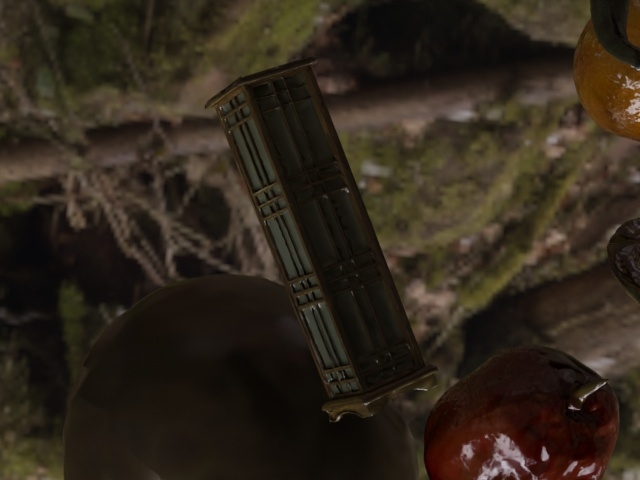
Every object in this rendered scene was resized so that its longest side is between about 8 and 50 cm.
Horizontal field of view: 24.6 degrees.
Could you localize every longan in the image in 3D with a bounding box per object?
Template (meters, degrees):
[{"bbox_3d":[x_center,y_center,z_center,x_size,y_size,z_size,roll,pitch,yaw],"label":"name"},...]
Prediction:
[{"bbox_3d":[-0.089,0.230,1.622,0.405,0.404,0.336,10,153,-17],"label":"longan"}]

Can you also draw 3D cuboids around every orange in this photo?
[{"bbox_3d":[0.368,-0.197,1.637,0.178,0.155,0.177,-6,150,-4],"label":"orange"}]

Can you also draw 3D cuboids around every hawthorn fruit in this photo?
[{"bbox_3d":[0.205,0.193,1.457,0.190,0.189,0.251,10,144,-15],"label":"hawthorn fruit"}]

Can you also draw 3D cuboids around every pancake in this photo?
[{"bbox_3d":[0.446,0.060,1.689,0.250,0.250,0.031,12,127,-25],"label":"pancake"}]

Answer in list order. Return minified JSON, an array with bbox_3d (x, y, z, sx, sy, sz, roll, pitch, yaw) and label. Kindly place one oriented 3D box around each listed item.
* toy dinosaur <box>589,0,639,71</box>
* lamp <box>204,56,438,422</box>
[{"bbox_3d":[0.176,-0.204,0.805,0.087,0.187,0.179,18,-150,16],"label":"toy dinosaur"},{"bbox_3d":[0.000,0.000,1.353,0.089,0.325,0.090,-20,178,-29],"label":"lamp"}]
